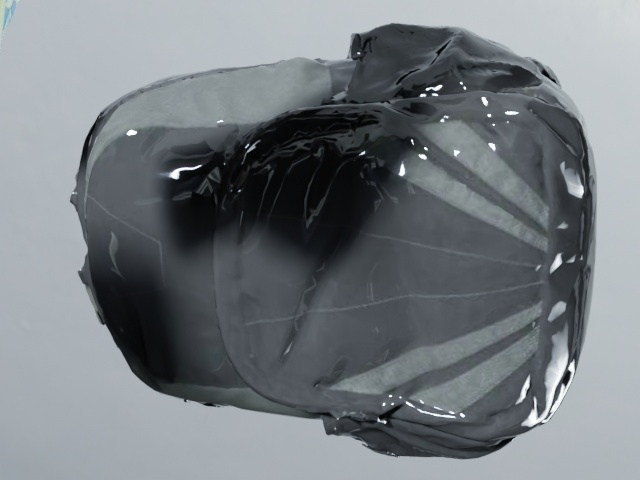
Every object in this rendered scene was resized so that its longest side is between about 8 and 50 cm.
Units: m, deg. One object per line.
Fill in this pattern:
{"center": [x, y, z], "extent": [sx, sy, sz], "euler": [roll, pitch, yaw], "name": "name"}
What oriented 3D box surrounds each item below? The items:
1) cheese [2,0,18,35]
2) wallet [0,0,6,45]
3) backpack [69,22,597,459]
{"center": [-0.206, -0.143, 0.852], "extent": [0.069, 0.177, 0.270], "euler": [25, 149, -7], "name": "cheese"}
{"center": [-0.084, -0.037, 0.187], "extent": [0.077, 0.309, 0.223], "euler": [11, 90, -8], "name": "wallet"}
{"center": [0.000, 0.000, 1.234], "extent": [0.445, 0.255, 0.363], "euler": [4, 107, 9], "name": "backpack"}
